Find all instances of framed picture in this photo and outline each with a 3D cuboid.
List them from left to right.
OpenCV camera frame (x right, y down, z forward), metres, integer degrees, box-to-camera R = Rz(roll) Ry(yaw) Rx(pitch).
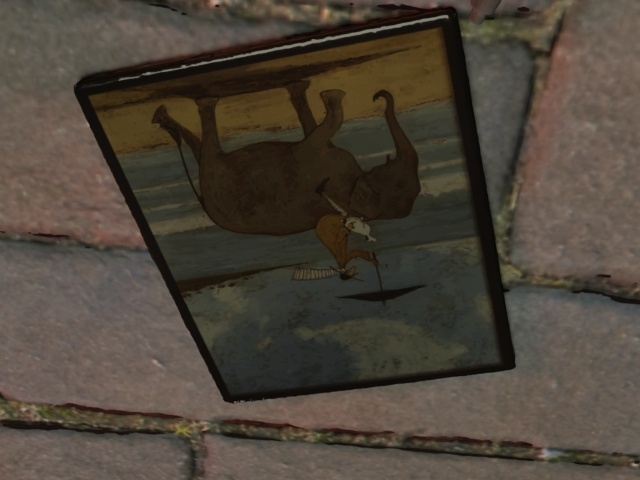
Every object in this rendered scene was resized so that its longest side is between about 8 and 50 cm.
[{"bbox_3d":[0.000,0.000,0.715,0.265,0.016,0.347,-8,131,10],"label":"framed picture"}]

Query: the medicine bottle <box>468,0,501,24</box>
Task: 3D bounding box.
[{"bbox_3d":[0.126,-0.200,0.500,0.058,0.057,0.199,17,131,-11],"label":"medicine bottle"}]
